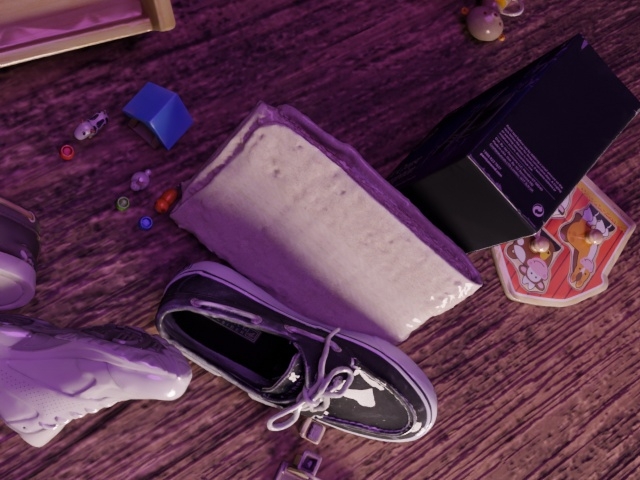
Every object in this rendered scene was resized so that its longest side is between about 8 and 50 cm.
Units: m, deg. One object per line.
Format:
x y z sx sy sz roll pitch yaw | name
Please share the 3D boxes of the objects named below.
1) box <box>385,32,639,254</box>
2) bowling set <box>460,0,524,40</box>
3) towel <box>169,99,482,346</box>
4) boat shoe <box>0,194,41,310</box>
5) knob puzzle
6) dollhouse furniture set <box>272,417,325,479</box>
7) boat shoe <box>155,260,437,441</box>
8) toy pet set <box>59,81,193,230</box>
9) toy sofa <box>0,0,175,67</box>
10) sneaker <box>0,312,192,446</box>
0.171 -0.079 0.894 0.184 0.261 0.103 -44 97 -21 | box
0.151 -0.375 0.976 0.287 0.200 0.154 27 74 -10 | bowling set
0.000 0.000 0.871 0.282 0.187 0.049 41 36 -11 | towel
-0.382 -0.034 0.737 0.305 0.109 0.091 29 45 -35 | boat shoe
0.285 -0.005 1.048 0.213 0.030 0.213 3 80 -20 | knob puzzle
0.023 0.247 0.882 0.114 0.081 0.091 31 72 -13 | dollhouse furniture set
-0.019 0.126 0.851 0.306 0.105 0.113 34 109 -10 | boat shoe
-0.180 -0.094 0.872 0.122 0.065 0.114 42 70 -10 | toy pet set
-0.337 -0.234 0.812 0.363 0.177 0.150 -21 114 -22 | toy sofa
-0.229 0.133 0.789 0.232 0.090 0.115 6 94 13 | sneaker
